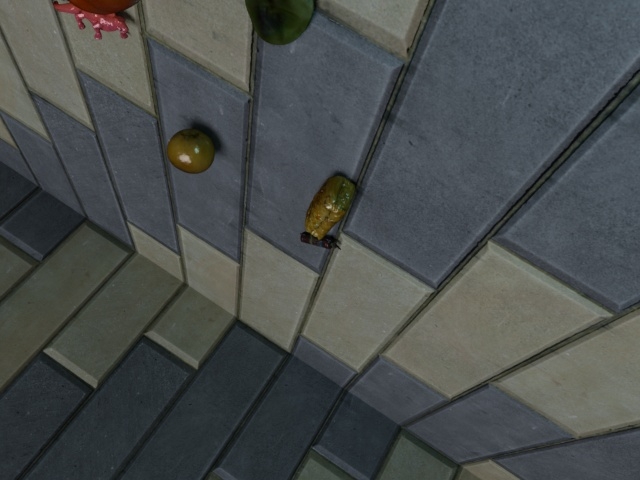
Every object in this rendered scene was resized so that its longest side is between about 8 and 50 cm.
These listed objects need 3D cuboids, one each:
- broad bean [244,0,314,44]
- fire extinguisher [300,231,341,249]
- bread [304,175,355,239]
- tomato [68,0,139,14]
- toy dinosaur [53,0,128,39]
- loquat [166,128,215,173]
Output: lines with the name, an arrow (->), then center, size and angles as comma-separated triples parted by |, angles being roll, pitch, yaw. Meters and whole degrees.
broad bean -> -0.084, -0.460, 0.999 | 0.153, 0.072, 0.206 | 32, 163, 13
fire extinguisher -> 0.000, 0.000, 1.627 | 0.132, 0.039, 0.056 | 14, 154, 35
bread -> 0.018, -0.087, 1.400 | 0.084, 0.113, 0.211 | 22, 153, -8
tomato -> -0.441, -0.581, 1.027 | 0.256, 0.224, 0.255 | 30, 150, 19
toy dinosaur -> -0.596, -0.610, 1.340 | 0.286, 0.070, 0.138 | 31, 142, 15
loquat -> -0.378, -0.262, 1.538 | 0.141, 0.141, 0.141 | 27, 151, 17
